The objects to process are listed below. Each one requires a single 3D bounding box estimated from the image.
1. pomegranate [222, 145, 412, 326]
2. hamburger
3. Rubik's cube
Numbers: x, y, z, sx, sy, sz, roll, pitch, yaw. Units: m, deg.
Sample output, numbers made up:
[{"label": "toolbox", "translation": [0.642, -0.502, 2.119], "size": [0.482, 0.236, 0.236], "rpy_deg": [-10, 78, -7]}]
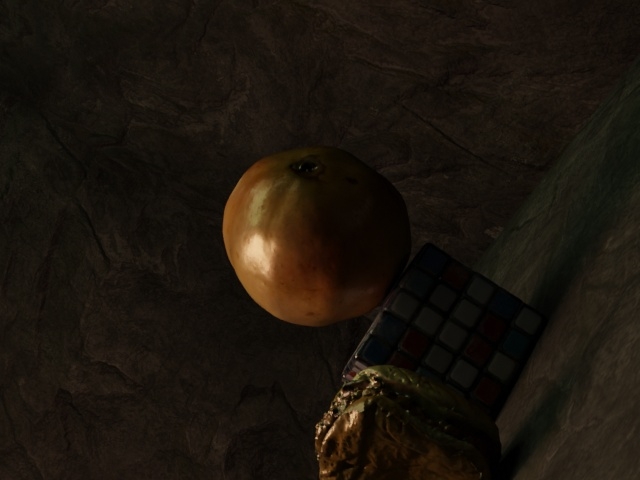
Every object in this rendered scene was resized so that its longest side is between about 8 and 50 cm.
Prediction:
[{"label": "pomegranate", "translation": [0.000, 0.000, 1.811], "size": [0.411, 0.412, 0.411], "rpy_deg": [-58, -5, -7]}, {"label": "hamburger", "translation": [0.136, 0.334, 1.366], "size": [0.259, 0.283, 0.144], "rpy_deg": [-56, 5, 32]}, {"label": "Rubik's cube", "translation": [0.240, 0.223, 1.761], "size": [0.293, 0.292, 0.287], "rpy_deg": [-55, -6, -17]}]
